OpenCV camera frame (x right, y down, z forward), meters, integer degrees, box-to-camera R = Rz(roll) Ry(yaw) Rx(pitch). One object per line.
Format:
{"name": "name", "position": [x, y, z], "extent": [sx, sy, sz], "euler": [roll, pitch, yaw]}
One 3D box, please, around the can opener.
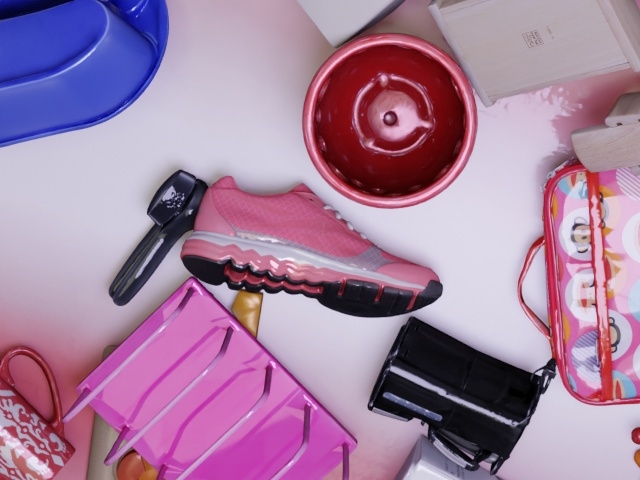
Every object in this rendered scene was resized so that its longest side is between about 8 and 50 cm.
{"name": "can opener", "position": [-0.198, -0.001, 1.554], "extent": [0.073, 0.059, 0.186], "euler": [33, 99, -17]}

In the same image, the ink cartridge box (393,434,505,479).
{"name": "ink cartridge box", "position": [0.193, 0.399, 1.542], "extent": [0.289, 0.121, 0.211], "euler": [30, 100, 1]}

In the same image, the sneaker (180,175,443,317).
{"name": "sneaker", "position": [0.000, 0.000, 1.511], "extent": [0.314, 0.116, 0.136], "euler": [13, 70, -7]}

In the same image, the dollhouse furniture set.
{"name": "dollhouse furniture set", "position": [0.314, -0.269, 1.428], "extent": [0.198, 0.303, 0.286], "euler": [-9, 124, 44]}

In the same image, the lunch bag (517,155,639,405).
{"name": "lunch bag", "position": [0.357, 0.041, 1.482], "extent": [0.258, 0.120, 0.293], "euler": [-5, 97, 11]}

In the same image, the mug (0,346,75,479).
{"name": "mug", "position": [-0.384, 0.226, 1.584], "extent": [0.169, 0.113, 0.150], "euler": [44, 102, -5]}

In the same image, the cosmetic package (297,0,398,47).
{"name": "cosmetic package", "position": [0.114, -0.350, 1.359], "extent": [0.113, 0.160, 0.309], "euler": [51, 128, -3]}

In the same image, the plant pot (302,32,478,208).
{"name": "plant pot", "position": [0.082, -0.138, 1.448], "extent": [0.191, 0.174, 0.191], "euler": [1, 98, 6]}

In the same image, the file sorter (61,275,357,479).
{"name": "file sorter", "position": [-0.128, 0.226, 1.485], "extent": [0.202, 0.182, 0.290], "euler": [-44, 96, 7]}

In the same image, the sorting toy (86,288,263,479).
{"name": "sorting toy", "position": [-0.169, 0.204, 1.591], "extent": [0.229, 0.041, 0.307], "euler": [9, 99, 4]}

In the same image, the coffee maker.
{"name": "coffee maker", "position": [0.163, 0.165, 1.506], "extent": [0.178, 0.120, 0.171], "euler": [26, 111, 3]}

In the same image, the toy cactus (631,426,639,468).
{"name": "toy cactus", "position": [0.461, 0.312, 1.511], "extent": [0.181, 0.112, 0.218], "euler": [-13, 92, 10]}

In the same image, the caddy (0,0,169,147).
{"name": "caddy", "position": [-0.349, -0.241, 1.481], "extent": [0.341, 0.179, 0.241], "euler": [-11, 73, 7]}
